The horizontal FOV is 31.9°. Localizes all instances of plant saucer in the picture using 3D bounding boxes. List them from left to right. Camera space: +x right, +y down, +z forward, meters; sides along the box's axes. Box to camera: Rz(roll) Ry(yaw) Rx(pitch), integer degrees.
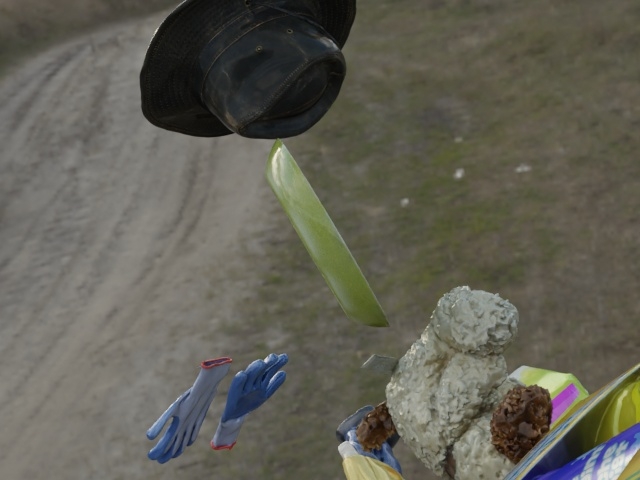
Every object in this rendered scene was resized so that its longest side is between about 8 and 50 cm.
[{"bbox_3d":[0.000,0.000,1.226,0.037,0.241,0.241,-31,21,0],"label":"plant saucer"}]

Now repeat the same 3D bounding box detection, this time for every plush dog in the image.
[{"bbox_3d":[0.176,0.215,1.220,0.211,0.262,0.225,-33,43,-13],"label":"plush dog"}]

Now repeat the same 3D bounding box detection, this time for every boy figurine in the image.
[{"bbox_3d":[0.095,0.359,1.648,0.092,0.177,0.285,-44,24,8],"label":"boy figurine"}]

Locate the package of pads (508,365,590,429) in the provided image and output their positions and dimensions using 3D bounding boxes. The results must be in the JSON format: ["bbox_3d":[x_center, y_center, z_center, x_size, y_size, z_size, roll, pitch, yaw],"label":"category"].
[{"bbox_3d":[0.342,0.322,1.948,0.229,0.101,0.296,-39,3,-9],"label":"package of pads"}]

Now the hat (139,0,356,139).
[{"bbox_3d":[-0.067,-0.209,1.478,0.331,0.331,0.134,-21,62,-25],"label":"hat"}]

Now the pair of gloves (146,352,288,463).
[{"bbox_3d":[-0.122,0.201,1.341,0.023,0.159,0.198,41,24,29],"label":"pair of gloves"}]

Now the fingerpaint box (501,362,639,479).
[{"bbox_3d":[0.225,0.202,0.758,0.445,0.163,0.371,-33,-11,-39],"label":"fingerpaint box"}]
